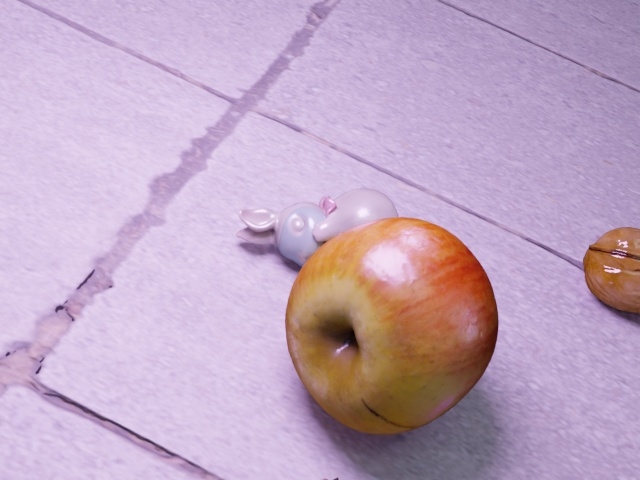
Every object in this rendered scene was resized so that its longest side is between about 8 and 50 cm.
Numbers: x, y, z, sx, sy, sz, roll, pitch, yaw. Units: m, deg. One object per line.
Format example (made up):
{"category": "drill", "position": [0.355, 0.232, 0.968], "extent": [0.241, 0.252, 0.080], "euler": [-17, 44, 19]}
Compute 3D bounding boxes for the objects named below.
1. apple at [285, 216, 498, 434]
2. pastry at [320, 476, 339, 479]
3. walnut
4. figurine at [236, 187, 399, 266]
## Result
{"category": "apple", "position": [0.095, 0.109, 0.967], "extent": [0.233, 0.286, 0.286], "euler": [-14, 55, -49]}
{"category": "pastry", "position": [0.050, 0.356, 0.888], "extent": [0.170, 0.063, 0.087], "euler": [24, 38, 8]}
{"category": "walnut", "position": [0.533, 0.052, 1.258], "extent": [0.180, 0.144, 0.144], "euler": [22, 47, -12]}
{"category": "figurine", "position": [0.000, 0.000, 1.137], "extent": [0.236, 0.127, 0.155], "euler": [-10, 65, -20]}
